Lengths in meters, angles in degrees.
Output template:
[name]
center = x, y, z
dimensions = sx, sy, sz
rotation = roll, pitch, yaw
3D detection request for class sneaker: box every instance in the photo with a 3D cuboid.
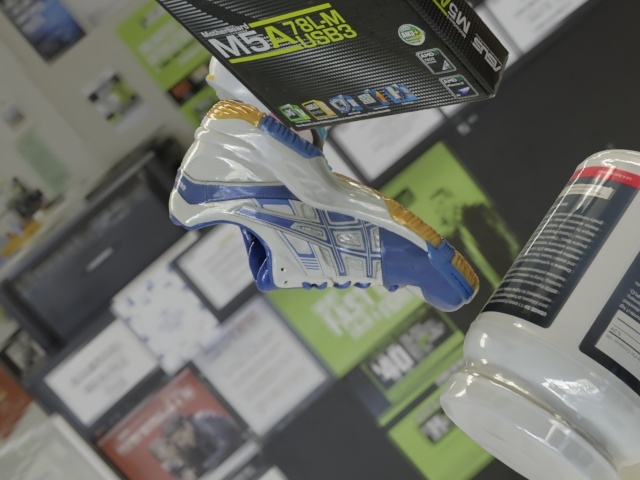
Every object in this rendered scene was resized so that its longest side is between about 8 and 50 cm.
[sneaker]
center = 0.000, 0.000, 1.295
dimensions = 0.131, 0.296, 0.112
rotation = -59, 18, -2

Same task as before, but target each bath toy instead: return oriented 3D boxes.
[bath toy]
center = -0.062, -0.182, 1.919
dimensions = 0.129, 0.151, 0.348
rotation = -52, -18, -10

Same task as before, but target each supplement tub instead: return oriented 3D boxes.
[supplement tub]
center = 0.247, 0.075, 1.293
dimensions = 0.272, 0.191, 0.191
rotation = -54, 17, -14

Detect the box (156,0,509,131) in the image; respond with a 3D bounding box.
[box]
center = -0.002, -0.151, 0.967
dimensions = 0.191, 0.184, 0.045
rotation = -5, 55, 42
